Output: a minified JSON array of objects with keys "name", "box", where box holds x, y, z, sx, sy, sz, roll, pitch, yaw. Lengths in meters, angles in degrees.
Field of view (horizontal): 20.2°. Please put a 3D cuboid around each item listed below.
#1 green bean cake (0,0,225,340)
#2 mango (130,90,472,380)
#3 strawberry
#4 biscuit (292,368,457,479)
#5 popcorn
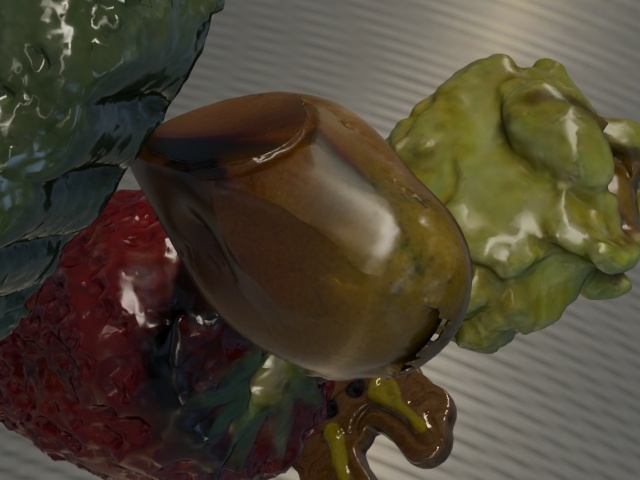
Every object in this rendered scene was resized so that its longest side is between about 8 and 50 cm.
[{"name":"green bean cake","box":[-0.178,-0.082,0.730,0.222,0.227,0.125,38,12,12]},{"name":"mango","box":[0.000,0.000,1.060,0.136,0.166,0.236,-31,25,-19]},{"name":"strawberry","box":[-0.146,0.079,1.559,0.310,0.291,0.292,24,44,37]},{"name":"biscuit","box":[0.013,0.143,1.797,0.186,0.044,0.295,-38,49,-2]},{"name":"popcorn","box":[0.144,-0.027,1.405,0.195,0.255,0.256,54,51,-26]}]
